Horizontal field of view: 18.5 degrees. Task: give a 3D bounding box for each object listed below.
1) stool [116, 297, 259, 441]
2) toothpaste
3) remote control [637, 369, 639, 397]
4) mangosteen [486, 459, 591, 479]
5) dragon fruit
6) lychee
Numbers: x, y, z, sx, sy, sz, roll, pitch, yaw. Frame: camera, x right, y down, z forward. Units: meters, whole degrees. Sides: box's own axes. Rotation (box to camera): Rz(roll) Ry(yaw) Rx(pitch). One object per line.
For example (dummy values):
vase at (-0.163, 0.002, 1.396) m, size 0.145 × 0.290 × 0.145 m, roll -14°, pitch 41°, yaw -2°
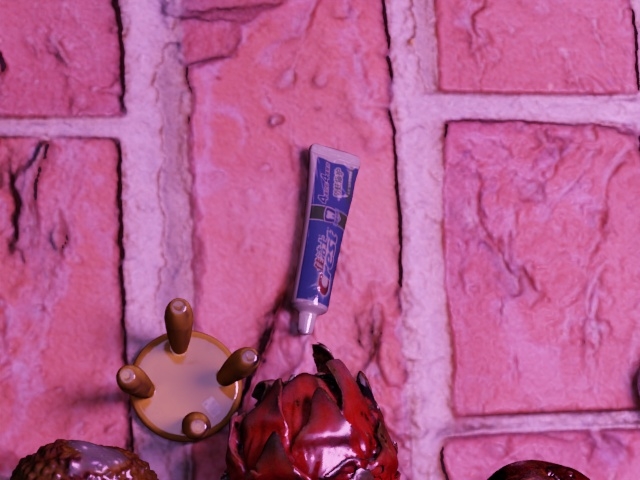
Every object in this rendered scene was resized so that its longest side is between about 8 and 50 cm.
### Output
stool at (-0.127, 0.130, 1.872) m, size 0.135 × 0.110 × 0.134 m, roll -8°, pitch 75°, yaw -8°
toothpaste at (0.000, 0.000, 1.959) m, size 0.057 × 0.035 × 0.197 m, roll 15°, pitch 72°, yaw -17°
remote control at (0.427, 0.111, 1.959) m, size 0.244 × 0.047 × 0.087 m, roll -24°, pitch 75°, yaw -10°
mangosteen at (0.203, 0.276, 1.866) m, size 0.140 × 0.140 × 0.140 m, roll 1°, pitch 75°, yaw -5°
dragon fruit at (-0.009, 0.213, 1.830) m, size 0.182 × 0.182 × 0.188 m, roll -37°, pitch 80°, yaw -13°
lychee at (-0.220, 0.266, 1.810) m, size 0.171 × 0.171 × 0.171 m, roll 1°, pitch 75°, yaw -5°
